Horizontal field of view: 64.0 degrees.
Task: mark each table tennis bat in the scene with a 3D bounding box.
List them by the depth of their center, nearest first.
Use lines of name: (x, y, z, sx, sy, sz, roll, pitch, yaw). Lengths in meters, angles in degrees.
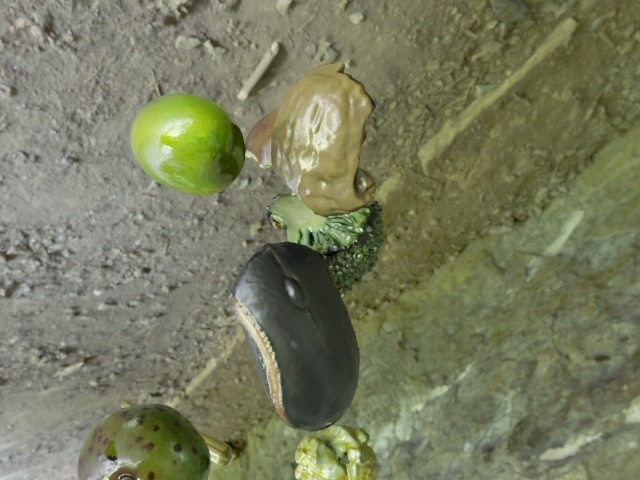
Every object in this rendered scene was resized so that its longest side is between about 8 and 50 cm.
table tennis bat: (-0.352, 0.464, 1.257, 0.050, 0.321, 0.198, -63, 155, -22)

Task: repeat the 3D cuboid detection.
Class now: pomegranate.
pomegranate: (-0.331, 0.416, 0.950, 0.231, 0.230, 0.286, -18, 170, -30)

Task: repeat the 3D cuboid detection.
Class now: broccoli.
broccoli: (0.012, 0.013, 1.045, 0.242, 0.273, 0.180, -45, 130, -24)

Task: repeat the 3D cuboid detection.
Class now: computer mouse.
computer mouse: (-0.028, 0.156, 0.828, 0.183, 0.323, 0.116, -26, -170, -33)

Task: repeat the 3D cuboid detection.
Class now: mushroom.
mushroom: (-0.066, -0.207, 1.266, 0.233, 0.208, 0.301, -25, 157, -14)

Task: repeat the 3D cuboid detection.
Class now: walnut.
walnut: (-0.003, -0.153, 0.796, 0.141, 0.238, 0.204, -20, 170, -22)

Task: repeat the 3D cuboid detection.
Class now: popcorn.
popcorn: (0.034, 0.511, 1.157, 0.188, 0.185, 0.167, -11, 150, -5)

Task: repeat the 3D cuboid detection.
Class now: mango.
mango: (-0.226, -0.165, 0.867, 0.186, 0.149, 0.273, 10, 171, 1)
